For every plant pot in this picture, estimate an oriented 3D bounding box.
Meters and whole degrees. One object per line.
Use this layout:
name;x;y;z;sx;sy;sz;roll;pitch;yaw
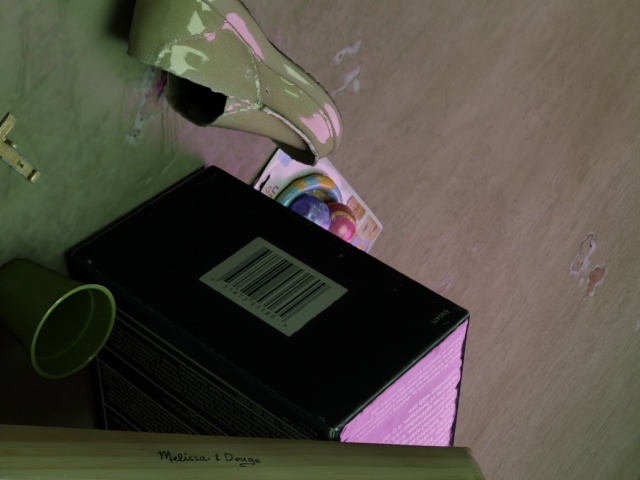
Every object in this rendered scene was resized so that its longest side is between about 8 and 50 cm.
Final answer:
plant pot;-0.219;0.054;1.050;0.083;0.079;0.083;-35;141;-35

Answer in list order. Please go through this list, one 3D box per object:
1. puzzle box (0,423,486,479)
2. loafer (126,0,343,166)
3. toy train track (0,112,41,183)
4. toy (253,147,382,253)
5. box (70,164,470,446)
puzzle box;-0.106;0.251;0.979;0.409;0.052;0.272;7;126;-25
loafer;-0.075;-0.129;1.092;0.092;0.102;0.268;-54;140;-6
toy train track;-0.231;-0.063;0.995;0.048;0.014;0.083;-54;150;-9
toy;0.000;0.000;1.346;0.137;0.056;0.237;-55;149;-8
box;-0.045;0.140;1.169;0.183;0.296;0.294;-36;143;-35
